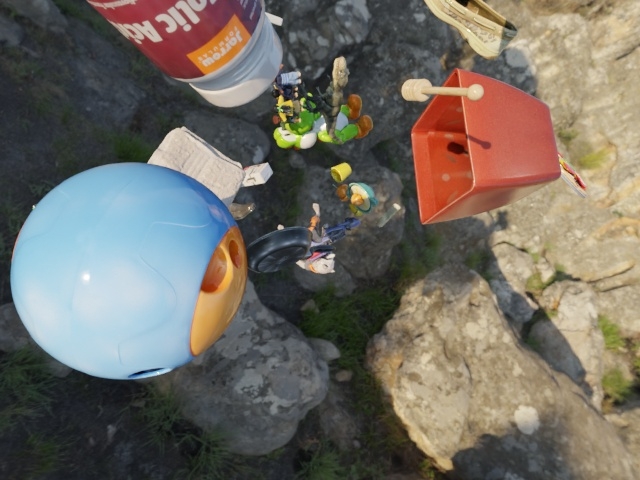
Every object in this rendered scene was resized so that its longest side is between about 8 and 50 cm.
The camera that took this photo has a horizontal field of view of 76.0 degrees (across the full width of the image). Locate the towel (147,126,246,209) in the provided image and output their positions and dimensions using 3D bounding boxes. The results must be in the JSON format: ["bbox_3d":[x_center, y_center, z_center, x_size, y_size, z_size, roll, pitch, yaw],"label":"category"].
[{"bbox_3d":[-0.278,-0.088,0.838,0.187,0.049,0.282,32,59,-25],"label":"towel"}]

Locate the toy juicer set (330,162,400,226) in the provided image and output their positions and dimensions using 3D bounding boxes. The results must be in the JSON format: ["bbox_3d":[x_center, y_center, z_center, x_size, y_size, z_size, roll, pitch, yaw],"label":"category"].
[{"bbox_3d":[0.159,-0.144,1.617,0.090,0.209,0.329,-35,61,-22],"label":"toy juicer set"}]

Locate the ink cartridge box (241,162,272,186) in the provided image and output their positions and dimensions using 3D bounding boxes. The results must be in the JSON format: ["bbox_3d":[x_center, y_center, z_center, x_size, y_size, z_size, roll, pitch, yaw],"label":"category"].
[{"bbox_3d":[-0.305,-0.304,1.899,0.056,0.136,0.099,65,34,-32],"label":"ink cartridge box"}]

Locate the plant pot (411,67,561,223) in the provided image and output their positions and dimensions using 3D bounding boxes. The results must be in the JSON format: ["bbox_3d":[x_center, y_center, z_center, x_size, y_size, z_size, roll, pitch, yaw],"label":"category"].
[{"bbox_3d":[0.380,-0.199,0.950,0.236,0.267,0.267,-1,76,-9],"label":"plant pot"}]

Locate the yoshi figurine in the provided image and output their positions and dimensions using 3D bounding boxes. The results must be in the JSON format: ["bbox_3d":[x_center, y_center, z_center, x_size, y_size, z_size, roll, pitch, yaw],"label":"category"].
[{"bbox_3d":[0.007,-0.441,1.509,0.363,0.203,0.202,-19,116,-17],"label":"yoshi figurine"}]

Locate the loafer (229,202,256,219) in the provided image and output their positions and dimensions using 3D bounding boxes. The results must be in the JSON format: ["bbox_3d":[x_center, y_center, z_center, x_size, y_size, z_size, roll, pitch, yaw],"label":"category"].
[{"bbox_3d":[-0.312,-0.111,1.508,0.061,0.170,0.062,59,31,-25],"label":"loafer"}]

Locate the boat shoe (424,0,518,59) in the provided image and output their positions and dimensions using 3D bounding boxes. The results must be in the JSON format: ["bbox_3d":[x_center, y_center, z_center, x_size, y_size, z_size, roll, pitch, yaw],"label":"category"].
[{"bbox_3d":[0.365,-0.583,1.019,0.285,0.089,0.104,41,63,-2],"label":"boat shoe"}]

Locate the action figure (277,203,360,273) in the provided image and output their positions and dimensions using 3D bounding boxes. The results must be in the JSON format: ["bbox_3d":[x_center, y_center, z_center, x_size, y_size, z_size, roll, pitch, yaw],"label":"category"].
[{"bbox_3d":[0.000,0.000,1.673,0.178,0.342,0.330,69,-2,-47],"label":"action figure"}]

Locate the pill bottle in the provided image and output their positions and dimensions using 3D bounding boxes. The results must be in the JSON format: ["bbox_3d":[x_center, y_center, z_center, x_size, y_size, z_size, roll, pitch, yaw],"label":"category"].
[{"bbox_3d":[-0.223,-0.391,0.626,0.392,0.224,0.223,37,38,-65],"label":"pill bottle"}]

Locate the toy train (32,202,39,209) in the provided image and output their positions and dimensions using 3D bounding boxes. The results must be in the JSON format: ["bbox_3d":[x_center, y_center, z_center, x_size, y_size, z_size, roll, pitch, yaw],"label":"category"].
[{"bbox_3d":[-0.716,-0.099,1.081,0.017,0.023,0.083,31,46,20],"label":"toy train"}]

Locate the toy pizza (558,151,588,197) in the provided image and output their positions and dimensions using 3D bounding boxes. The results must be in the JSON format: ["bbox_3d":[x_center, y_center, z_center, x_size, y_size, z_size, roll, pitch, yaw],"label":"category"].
[{"bbox_3d":[0.675,-0.200,1.131,0.201,0.032,0.201,31,35,-24],"label":"toy pizza"}]

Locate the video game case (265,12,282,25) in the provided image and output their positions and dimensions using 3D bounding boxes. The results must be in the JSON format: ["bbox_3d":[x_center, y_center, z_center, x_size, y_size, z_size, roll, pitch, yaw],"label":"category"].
[{"bbox_3d":[-0.286,-0.788,1.395,0.204,0.025,0.285,-3,30,-40],"label":"video game case"}]

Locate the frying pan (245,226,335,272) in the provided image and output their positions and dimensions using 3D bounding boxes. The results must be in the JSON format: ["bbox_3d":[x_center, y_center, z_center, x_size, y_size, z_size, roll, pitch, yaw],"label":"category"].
[{"bbox_3d":[-0.084,0.045,1.105,0.053,0.197,0.326,66,13,23],"label":"frying pan"}]

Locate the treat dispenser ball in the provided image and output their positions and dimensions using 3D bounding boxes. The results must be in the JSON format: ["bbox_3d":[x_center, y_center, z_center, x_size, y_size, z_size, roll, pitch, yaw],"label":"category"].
[{"bbox_3d":[-0.245,0.039,0.562,0.288,0.288,0.287,33,44,-39],"label":"treat dispenser ball"}]

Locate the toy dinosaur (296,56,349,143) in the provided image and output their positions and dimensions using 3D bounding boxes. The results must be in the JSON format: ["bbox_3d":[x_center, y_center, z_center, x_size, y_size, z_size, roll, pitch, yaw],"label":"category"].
[{"bbox_3d":[0.008,-0.343,1.034,0.118,0.268,0.064,22,65,10],"label":"toy dinosaur"}]

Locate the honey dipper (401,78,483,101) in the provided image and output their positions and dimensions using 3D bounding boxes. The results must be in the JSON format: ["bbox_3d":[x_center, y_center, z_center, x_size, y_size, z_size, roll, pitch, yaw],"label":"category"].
[{"bbox_3d":[0.155,-0.191,0.524,0.030,0.030,0.160,45,1,-27],"label":"honey dipper"}]

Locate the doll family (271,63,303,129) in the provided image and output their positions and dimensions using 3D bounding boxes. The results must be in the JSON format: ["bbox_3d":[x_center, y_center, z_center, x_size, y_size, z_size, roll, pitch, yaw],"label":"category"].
[{"bbox_3d":[-0.116,-0.454,1.303,0.112,0.076,0.192,-14,106,-25],"label":"doll family"}]
